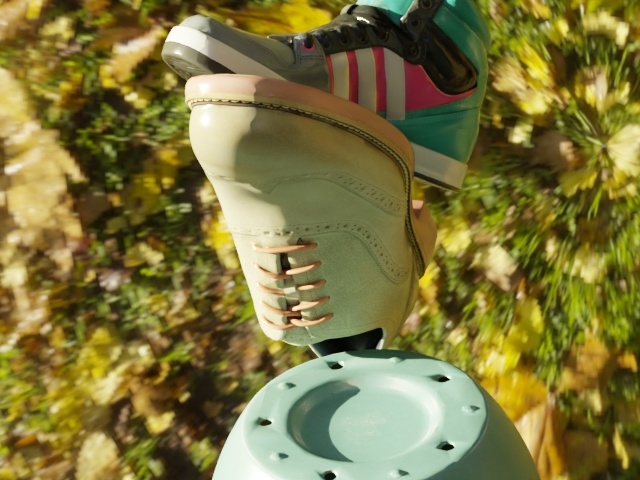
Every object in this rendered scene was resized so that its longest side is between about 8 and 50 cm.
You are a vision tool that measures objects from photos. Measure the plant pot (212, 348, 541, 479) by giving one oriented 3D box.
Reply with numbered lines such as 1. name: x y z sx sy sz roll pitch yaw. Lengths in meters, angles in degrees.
1. plant pot: 0.043 0.227 1.134 0.293 0.293 0.235 -1 119 11

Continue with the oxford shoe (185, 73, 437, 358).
1. oxford shoe: 0.000 0.000 1.128 0.140 0.397 0.146 5 71 24

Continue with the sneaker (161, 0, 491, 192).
1. sneaker: 0.027 -0.163 1.183 0.124 0.295 0.178 19 89 53
